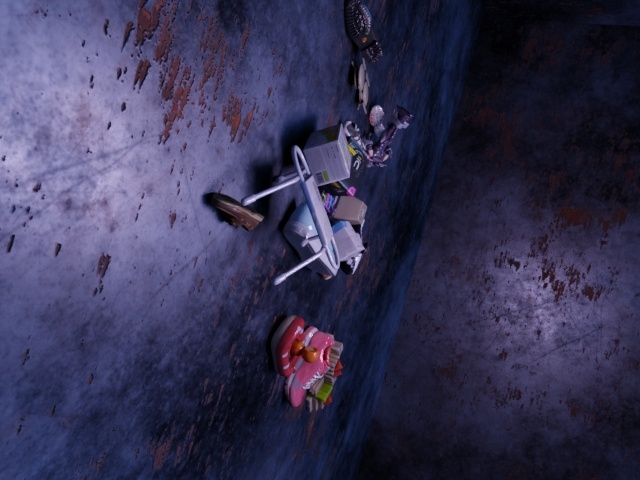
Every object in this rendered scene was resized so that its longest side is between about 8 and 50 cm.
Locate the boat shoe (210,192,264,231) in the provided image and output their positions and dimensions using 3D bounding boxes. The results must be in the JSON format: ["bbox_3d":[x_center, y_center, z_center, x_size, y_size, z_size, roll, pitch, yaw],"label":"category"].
[{"bbox_3d":[-0.201,-0.061,1.069,0.060,0.064,0.178,-56,153,3],"label":"boat shoe"}]

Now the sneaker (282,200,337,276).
[{"bbox_3d":[0.000,0.000,1.492,0.150,0.135,0.366,-62,155,-18],"label":"sneaker"}]

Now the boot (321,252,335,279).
[{"bbox_3d":[0.046,0.079,1.763,0.158,0.059,0.085,-57,156,-20],"label":"boot"}]

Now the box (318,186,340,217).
[{"bbox_3d":[0.032,-0.165,1.602,0.116,0.029,0.162,-70,158,-13],"label":"box"}]

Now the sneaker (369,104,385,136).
[{"bbox_3d":[0.232,-0.504,1.853,0.158,0.061,0.065,72,12,-55],"label":"sneaker"}]

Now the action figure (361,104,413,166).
[{"bbox_3d":[0.261,-0.410,1.834,0.185,0.099,0.285,1,132,-55],"label":"action figure"}]

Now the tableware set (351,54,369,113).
[{"bbox_3d":[0.140,-0.552,1.606,0.194,0.039,0.128,47,49,-71],"label":"tableware set"}]

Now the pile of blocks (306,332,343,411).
[{"bbox_3d":[0.028,0.594,1.967,0.149,0.112,0.363,-14,116,-65],"label":"pile of blocks"}]

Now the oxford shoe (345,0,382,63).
[{"bbox_3d":[0.131,-0.693,1.463,0.227,0.082,0.096,54,22,-51],"label":"oxford shoe"}]

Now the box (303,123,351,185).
[{"bbox_3d":[0.025,-0.254,1.311,0.203,0.103,0.114,-79,152,-63],"label":"box"}]

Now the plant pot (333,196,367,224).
[{"bbox_3d":[0.122,-0.116,1.758,0.109,0.096,0.109,32,75,-67],"label":"plant pot"}]

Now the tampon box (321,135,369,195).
[{"bbox_3d":[0.069,-0.245,1.495,0.120,0.101,0.161,39,66,-41],"label":"tampon box"}]

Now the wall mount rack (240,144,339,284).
[{"bbox_3d":[-0.065,-0.054,1.155,0.304,0.130,0.350,-62,134,-70],"label":"wall mount rack"}]

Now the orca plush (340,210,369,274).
[{"bbox_3d":[0.121,-0.009,1.827,0.102,0.151,0.287,35,71,-33],"label":"orca plush"}]

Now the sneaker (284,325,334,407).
[{"bbox_3d":[-0.037,0.495,1.716,0.116,0.136,0.314,28,78,-66],"label":"sneaker"}]

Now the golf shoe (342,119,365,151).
[{"bbox_3d":[0.124,-0.374,1.629,0.198,0.077,0.094,4,100,-69],"label":"golf shoe"}]

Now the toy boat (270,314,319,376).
[{"bbox_3d":[-0.075,0.367,1.525,0.151,0.151,0.231,-52,149,-44],"label":"toy boat"}]

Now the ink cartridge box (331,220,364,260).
[{"bbox_3d":[0.092,0.010,1.680,0.089,0.143,0.092,-33,168,19],"label":"ink cartridge box"}]
